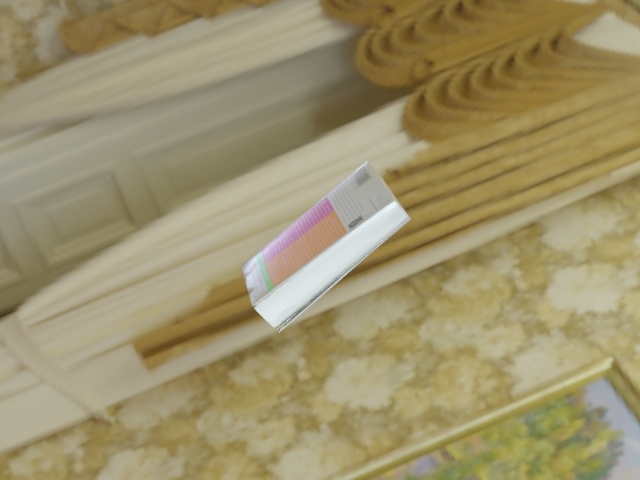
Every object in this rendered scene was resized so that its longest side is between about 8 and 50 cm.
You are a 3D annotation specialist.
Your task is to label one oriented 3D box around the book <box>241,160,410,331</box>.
[{"bbox_3d":[0.000,0.000,1.090,0.035,0.144,0.096,47,7,-27],"label":"book"}]
